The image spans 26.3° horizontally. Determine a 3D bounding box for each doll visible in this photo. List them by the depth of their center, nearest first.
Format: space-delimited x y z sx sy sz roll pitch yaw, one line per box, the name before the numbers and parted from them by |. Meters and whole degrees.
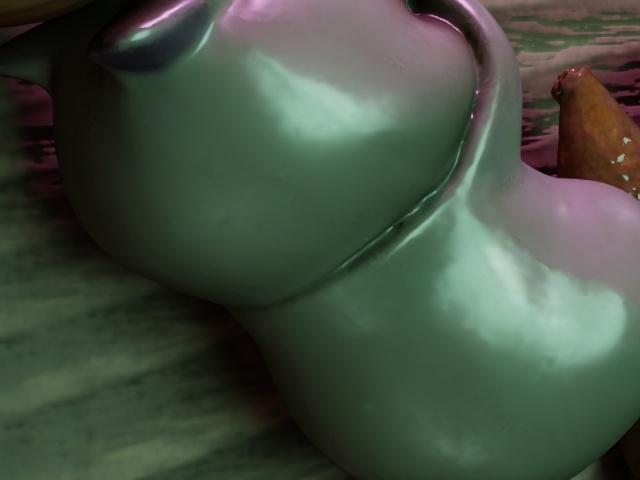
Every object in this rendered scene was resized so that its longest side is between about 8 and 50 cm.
doll | 0.027 -0.008 0.705 0.226 0.215 0.370 -44 116 -14

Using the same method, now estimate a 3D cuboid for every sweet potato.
sweet potato | 0.234 0.037 0.917 0.131 0.131 0.337 -28 106 -36

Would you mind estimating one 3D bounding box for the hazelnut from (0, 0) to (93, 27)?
hazelnut | -0.126 -0.194 0.606 0.214 0.214 0.176 -61 159 -23
